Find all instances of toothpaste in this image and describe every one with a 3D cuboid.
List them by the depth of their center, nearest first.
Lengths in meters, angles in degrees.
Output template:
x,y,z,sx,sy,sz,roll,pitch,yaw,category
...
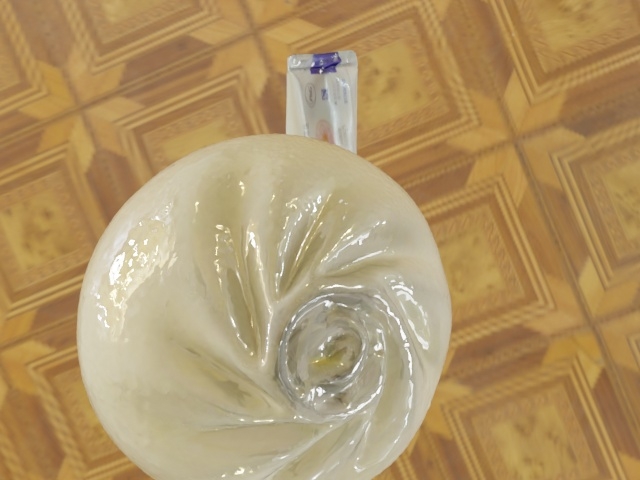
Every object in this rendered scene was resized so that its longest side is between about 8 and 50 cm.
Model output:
x,y,z,sx,sy,sz,roll,pitch,yaw,category
0.000,0.000,1.157,0.066,0.100,0.323,10,104,36,toothpaste

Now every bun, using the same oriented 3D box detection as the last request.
x,y,z,sx,sy,sz,roll,pitch,yaw,category
-0.019,0.040,0.590,0.173,0.120,0.173,-4,101,-20,bun
